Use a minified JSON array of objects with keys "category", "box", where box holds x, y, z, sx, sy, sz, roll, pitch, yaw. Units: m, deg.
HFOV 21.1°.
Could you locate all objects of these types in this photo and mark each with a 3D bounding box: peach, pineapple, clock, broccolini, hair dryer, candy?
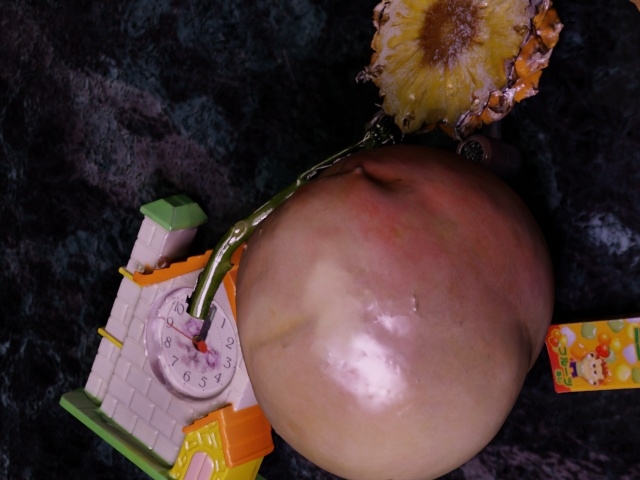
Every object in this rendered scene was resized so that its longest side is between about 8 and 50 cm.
[{"category":"peach","box":[0.066,0.057,1.438,0.247,0.292,0.292,35,118,34]},{"category":"pineapple","box":[0.119,-0.176,1.497,0.221,0.047,0.221,-16,65,39]},{"category":"clock","box":[-0.122,0.107,1.718,0.219,0.106,0.255,33,116,26]},{"category":"broccolini","box":[-0.007,0.004,1.604,0.271,0.062,0.123,-38,75,10]},{"category":"hair dryer","box":[0.149,-0.112,1.519,0.037,0.063,0.114,-4,82,33]},{"category":"candy","box":[0.258,0.096,1.490,0.122,0.038,0.062,-8,95,36]}]

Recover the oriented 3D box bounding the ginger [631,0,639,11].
[{"category":"ginger","box":[0.292,-0.204,1.397,0.193,0.052,0.176,-11,88,35]}]
